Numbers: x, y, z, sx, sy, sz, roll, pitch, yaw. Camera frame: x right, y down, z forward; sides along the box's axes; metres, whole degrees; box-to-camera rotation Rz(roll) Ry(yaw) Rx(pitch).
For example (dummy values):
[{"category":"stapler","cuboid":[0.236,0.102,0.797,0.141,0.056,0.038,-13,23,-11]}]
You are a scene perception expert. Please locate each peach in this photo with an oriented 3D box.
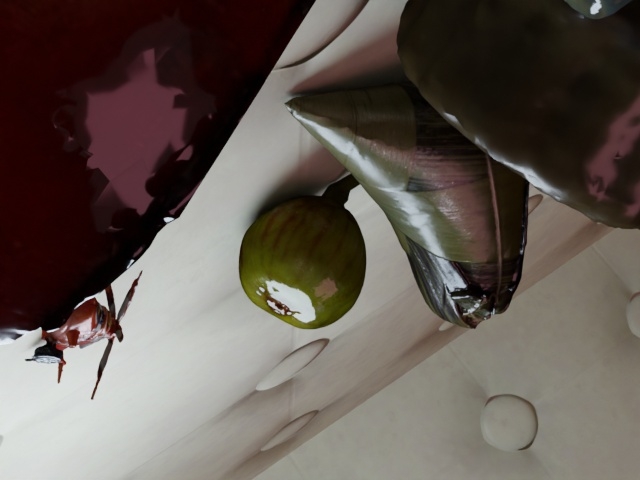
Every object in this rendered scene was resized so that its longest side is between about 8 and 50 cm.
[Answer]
[{"category":"peach","cuboid":[-0.162,-0.089,0.465,0.362,0.201,0.257,-34,-156,40]}]

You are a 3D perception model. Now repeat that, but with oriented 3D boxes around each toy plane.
[{"category":"toy plane","cuboid":[-0.241,0.083,0.935,0.077,0.126,0.194,12,174,-27]}]

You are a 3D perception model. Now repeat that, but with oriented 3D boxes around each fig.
[{"category":"fig","cuboid":[-0.015,0.000,1.086,0.142,0.186,0.148,13,140,-5]}]

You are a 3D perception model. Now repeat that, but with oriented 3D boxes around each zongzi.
[{"category":"zongzi","cuboid":[0.088,-0.030,1.028,0.317,0.154,0.289,-11,110,-32]}]

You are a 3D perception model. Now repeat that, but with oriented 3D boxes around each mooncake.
[{"category":"mooncake","cuboid":[0.231,-0.165,0.811,0.324,0.324,0.187,-14,145,-51]}]

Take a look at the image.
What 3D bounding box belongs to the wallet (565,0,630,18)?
[{"category":"wallet","cuboid":[0.218,-0.318,0.509,0.360,0.252,0.083,-37,165,10]}]
